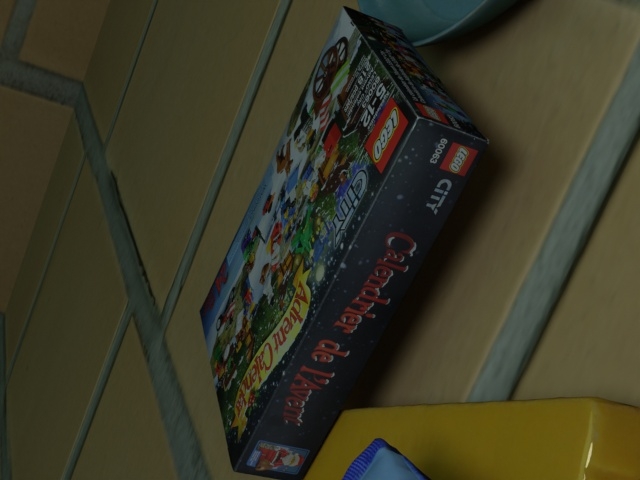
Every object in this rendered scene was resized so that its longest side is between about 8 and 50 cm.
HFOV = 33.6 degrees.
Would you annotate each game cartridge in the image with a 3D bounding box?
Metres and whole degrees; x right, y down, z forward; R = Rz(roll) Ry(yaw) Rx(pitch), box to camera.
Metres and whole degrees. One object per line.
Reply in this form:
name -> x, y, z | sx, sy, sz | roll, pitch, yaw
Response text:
game cartridge -> 0.035, 0.239, 0.492 | 0.285, 0.052, 0.324 | -20, 55, 63

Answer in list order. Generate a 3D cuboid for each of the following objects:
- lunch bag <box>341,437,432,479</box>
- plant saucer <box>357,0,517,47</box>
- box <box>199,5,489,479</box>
lunch bag -> 0.016, 0.222, 0.356 | 0.293, 0.138, 0.221 | -59, 22, 3
plant saucer -> 0.114, -0.263, 0.641 | 0.317, 0.043, 0.318 | -45, 37, 49
box -> 0.000, 0.000, 0.618 | 0.233, 0.044, 0.159 | -63, 25, 24
